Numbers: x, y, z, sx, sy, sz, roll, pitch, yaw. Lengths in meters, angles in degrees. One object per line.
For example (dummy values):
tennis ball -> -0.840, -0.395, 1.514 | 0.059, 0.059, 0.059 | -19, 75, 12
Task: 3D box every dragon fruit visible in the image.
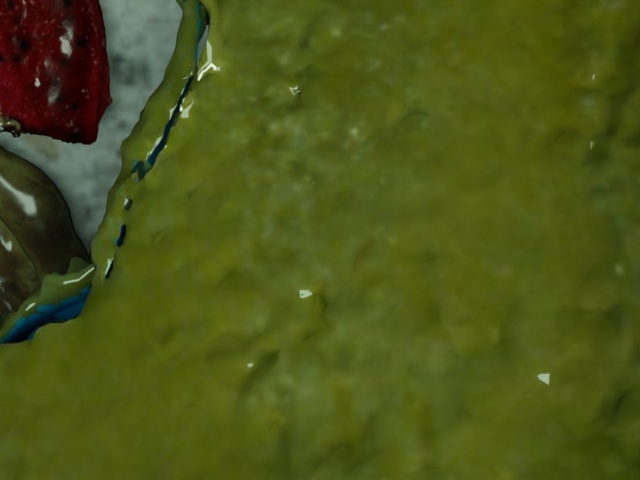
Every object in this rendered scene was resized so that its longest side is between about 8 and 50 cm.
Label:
dragon fruit -> -0.160, -0.103, 0.452 | 0.162, 0.083, 0.106 | 11, 93, -39

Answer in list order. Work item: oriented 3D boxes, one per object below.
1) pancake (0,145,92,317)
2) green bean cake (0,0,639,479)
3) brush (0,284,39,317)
pancake -> -0.186, 0.032, 0.504 | 0.184, 0.020, 0.190 | -40, 102, 9
green bean cake -> 0.000, 0.000, 0.432 | 0.285, 0.202, 0.310 | 0, 81, 14
brush -> -0.011, 0.095, 0.558 | 0.314, 0.017, 0.090 | 24, 96, -14
